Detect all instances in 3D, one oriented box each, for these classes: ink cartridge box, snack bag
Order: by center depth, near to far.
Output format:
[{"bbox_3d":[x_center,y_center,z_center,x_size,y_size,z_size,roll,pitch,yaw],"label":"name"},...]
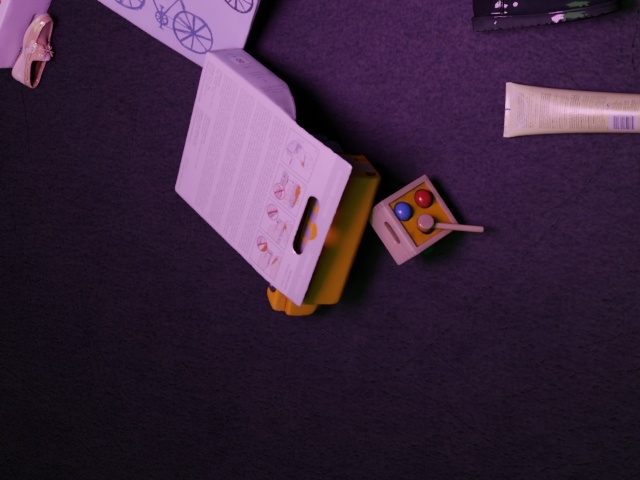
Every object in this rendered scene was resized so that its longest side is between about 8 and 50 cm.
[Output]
[{"bbox_3d":[-0.094,-0.118,1.600,0.385,0.091,0.308,41,128,28],"label":"ink cartridge box"},{"bbox_3d":[-0.248,-0.484,1.604,0.323,0.037,0.342,33,139,4],"label":"snack bag"},{"bbox_3d":[-0.723,-0.519,1.859,0.289,0.121,0.211,35,114,13],"label":"ink cartridge box"}]

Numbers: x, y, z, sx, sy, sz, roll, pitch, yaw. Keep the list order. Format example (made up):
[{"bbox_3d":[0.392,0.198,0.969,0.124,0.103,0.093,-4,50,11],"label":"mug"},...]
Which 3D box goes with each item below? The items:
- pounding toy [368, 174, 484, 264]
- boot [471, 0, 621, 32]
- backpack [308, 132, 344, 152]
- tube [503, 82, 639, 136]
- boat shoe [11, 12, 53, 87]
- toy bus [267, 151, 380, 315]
[{"bbox_3d":[0.182,-0.032,1.565,0.141,0.130,0.100,56,153,3],"label":"pounding toy"},{"bbox_3d":[0.344,-0.446,1.418,0.246,0.094,0.207,1,106,30],"label":"boot"},{"bbox_3d":[-0.021,-0.144,1.639,0.105,0.114,0.084,-52,59,27],"label":"backpack"},{"bbox_3d":[0.418,-0.212,1.465,0.240,0.062,0.070,5,60,28],"label":"tube"},{"bbox_3d":[-0.586,-0.393,1.866,0.059,0.063,0.170,40,124,8],"label":"boat shoe"},{"bbox_3d":[0.000,0.000,1.616,0.130,0.108,0.333,56,137,49],"label":"toy bus"}]
